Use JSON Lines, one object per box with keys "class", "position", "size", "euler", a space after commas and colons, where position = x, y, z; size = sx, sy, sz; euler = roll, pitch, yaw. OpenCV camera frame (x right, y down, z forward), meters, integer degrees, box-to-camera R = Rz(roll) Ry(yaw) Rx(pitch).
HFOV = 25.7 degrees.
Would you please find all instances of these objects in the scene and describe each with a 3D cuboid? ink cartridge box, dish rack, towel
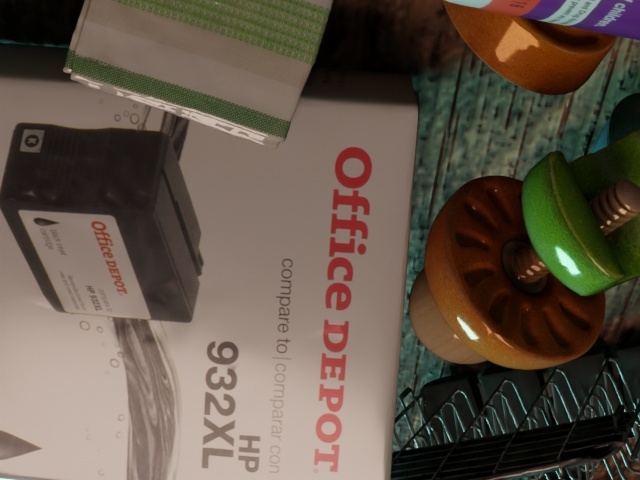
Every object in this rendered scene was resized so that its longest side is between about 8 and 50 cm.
{"class": "ink cartridge box", "position": [-0.105, 0.014, 0.772], "size": [0.307, 0.129, 0.223], "euler": [4, 103, 1]}
{"class": "dish rack", "position": [0.128, 0.131, 0.901], "size": [0.208, 0.271, 0.074], "euler": [-15, 94, 22]}
{"class": "towel", "position": [-0.047, -0.132, 0.669], "size": [0.113, 0.023, 0.152], "euler": [18, 95, -6]}

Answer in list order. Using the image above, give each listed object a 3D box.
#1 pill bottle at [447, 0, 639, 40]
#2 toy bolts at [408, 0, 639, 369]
{"class": "pill bottle", "position": [0.203, -0.158, 0.562], "size": [0.323, 0.181, 0.181], "euler": [11, 141, -6]}
{"class": "toy bolts", "position": [0.128, -0.050, 0.745], "size": [0.228, 0.218, 0.158], "euler": [-12, 163, -39]}
